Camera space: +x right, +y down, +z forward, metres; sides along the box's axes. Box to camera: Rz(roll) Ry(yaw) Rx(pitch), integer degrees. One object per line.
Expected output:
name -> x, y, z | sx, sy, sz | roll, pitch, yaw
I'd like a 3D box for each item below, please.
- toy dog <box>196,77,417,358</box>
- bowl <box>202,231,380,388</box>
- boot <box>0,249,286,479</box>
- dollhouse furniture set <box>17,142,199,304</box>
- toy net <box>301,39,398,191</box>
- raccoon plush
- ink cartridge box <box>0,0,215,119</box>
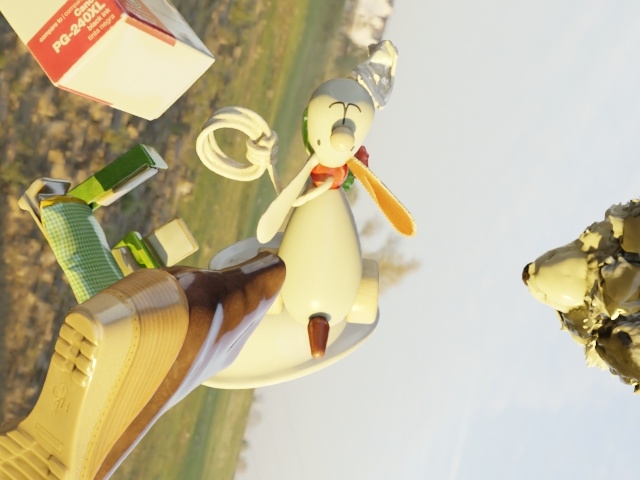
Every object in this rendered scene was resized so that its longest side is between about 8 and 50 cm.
toy dog -> 0.000, 0.000, 1.134 | 0.161, 0.220, 0.333 | -95, 169, -50
bowl -> -0.072, 0.076, 1.416 | 0.298, 0.298, 0.134 | -83, 160, -69
boot -> -0.132, 0.122, 0.743 | 0.207, 0.090, 0.248 | -13, 138, -56
dollhouse furniture set -> -0.284, -0.023, 1.458 | 0.151, 0.197, 0.301 | -32, 180, 4
toy net -> 0.038, -0.154, 1.232 | 0.232, 0.045, 0.122 | 126, -45, -59
raccoon plush -> 0.401, 0.091, 0.903 | 0.216, 0.446, 0.299 | -61, 165, -3
ink cartridge box -> -0.151, -0.157, 0.623 | 0.063, 0.150, 0.109 | -41, 163, 15
